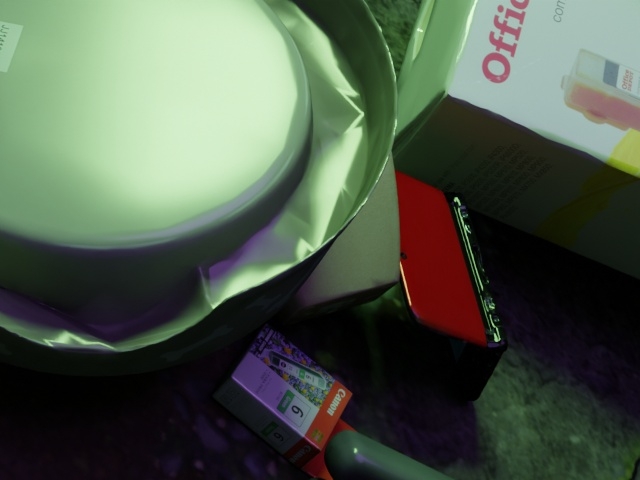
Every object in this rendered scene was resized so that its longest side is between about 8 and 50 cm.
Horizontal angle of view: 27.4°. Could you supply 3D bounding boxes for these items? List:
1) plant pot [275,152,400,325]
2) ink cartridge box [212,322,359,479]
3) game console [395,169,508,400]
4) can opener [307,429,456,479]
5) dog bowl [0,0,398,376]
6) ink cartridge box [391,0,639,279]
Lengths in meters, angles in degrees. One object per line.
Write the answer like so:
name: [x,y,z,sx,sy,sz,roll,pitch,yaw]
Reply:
plant pot: [0.000,0.000,0.914,0.109,0.109,0.096,-15,81,-16]
ink cartridge box: [-0.010,0.114,0.875,0.115,0.029,0.063,40,39,-5]
game console: [0.078,0.033,0.977,0.085,0.124,0.144,-1,54,-14]
can opener: [0.110,0.203,0.886,0.283,0.076,0.095,28,9,-18]
dog bowl: [-0.134,-0.073,0.792,0.348,0.102,0.349,5,53,-7]
ink cartridge box: [0.275,-0.132,1.125,0.384,0.160,0.279,21,65,-9]
